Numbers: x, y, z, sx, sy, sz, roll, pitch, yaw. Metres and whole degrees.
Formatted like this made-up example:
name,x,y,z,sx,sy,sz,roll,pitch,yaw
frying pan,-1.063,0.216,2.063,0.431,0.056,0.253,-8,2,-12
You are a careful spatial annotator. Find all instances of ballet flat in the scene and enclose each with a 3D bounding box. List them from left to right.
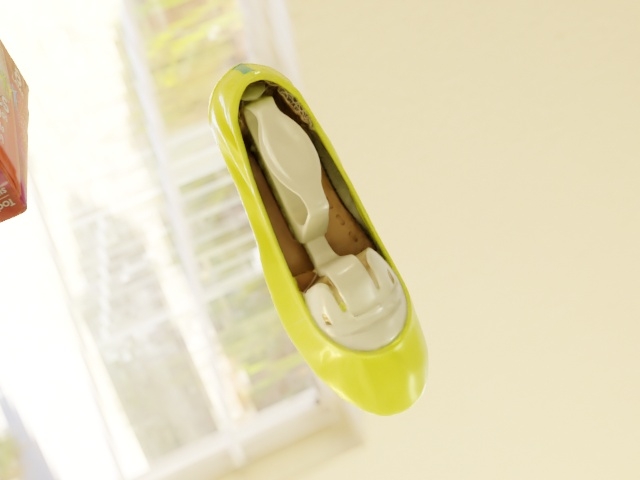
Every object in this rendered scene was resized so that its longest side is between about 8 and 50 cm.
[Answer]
name,x,y,z,sx,sy,sz,roll,pitch,yaw
ballet flat,0.000,0.000,1.097,0.231,0.077,0.077,64,167,-1

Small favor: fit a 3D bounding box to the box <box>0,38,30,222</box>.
name,x,y,z,sx,sy,sz,roll,pitch,yaw
box,-0.296,-0.046,1.015,0.128,0.257,0.123,-101,-14,-54
